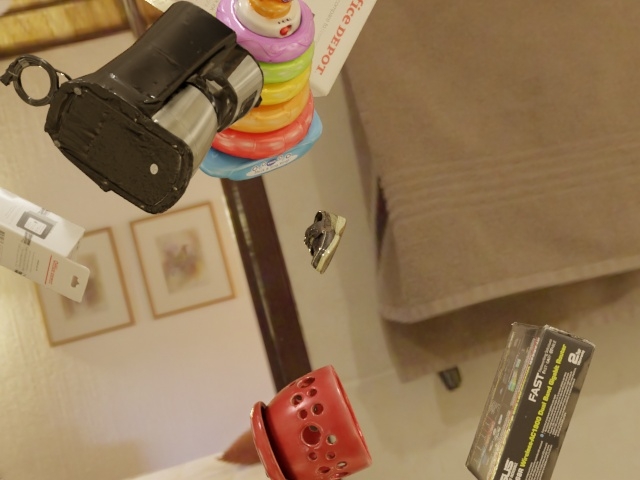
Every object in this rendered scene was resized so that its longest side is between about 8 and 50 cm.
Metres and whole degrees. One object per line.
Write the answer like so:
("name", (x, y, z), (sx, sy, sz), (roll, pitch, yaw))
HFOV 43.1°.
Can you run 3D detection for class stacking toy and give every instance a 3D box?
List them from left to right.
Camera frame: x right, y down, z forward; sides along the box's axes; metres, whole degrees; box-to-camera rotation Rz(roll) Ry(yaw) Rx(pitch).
("stacking toy", (-0.064, -0.217, 0.875), (0.175, 0.166, 0.302), (-24, -20, -27))

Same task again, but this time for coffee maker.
("coffee maker", (-0.152, -0.140, 0.730), (0.120, 0.171, 0.178), (-22, 26, 34))

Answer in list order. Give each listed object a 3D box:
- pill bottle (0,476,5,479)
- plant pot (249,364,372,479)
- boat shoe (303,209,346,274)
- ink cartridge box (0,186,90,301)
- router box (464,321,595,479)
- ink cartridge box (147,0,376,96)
("pill bottle", (-0.482, 0.433, 1.179), (0.153, 0.264, 0.153), (-57, -1, -1))
("plant pot", (-0.021, 0.336, 1.426), (0.174, 0.191, 0.191), (-23, -5, 2))
("boat shoe", (0.000, 0.000, 1.125), (0.049, 0.056, 0.152), (26, 21, -2))
("ink cartridge box", (-0.408, 0.007, 1.169), (0.180, 0.060, 0.104), (27, -40, -7))
("router box", (0.147, 0.121, 0.580), (0.038, 0.123, 0.092), (19, -3, 2))
("ink cartridge box", (-0.074, -0.362, 1.154), (0.283, 0.207, 0.117), (28, -3, -25))
